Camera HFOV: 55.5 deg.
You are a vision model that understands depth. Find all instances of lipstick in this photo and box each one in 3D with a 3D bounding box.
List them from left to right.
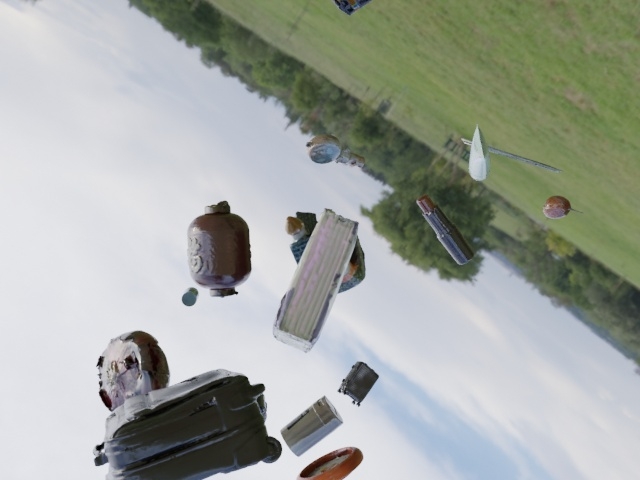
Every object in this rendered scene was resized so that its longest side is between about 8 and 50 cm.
[{"bbox_3d":[0.447,-0.043,2.190,0.300,0.081,0.081,52,-172,-14],"label":"lipstick"}]

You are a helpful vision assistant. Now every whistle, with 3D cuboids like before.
[{"bbox_3d":[0.044,-0.271,1.873,0.220,0.107,0.057,13,-129,-33],"label":"whistle"}]

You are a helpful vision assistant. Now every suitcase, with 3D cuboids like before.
[{"bbox_3d":[-0.282,0.392,1.236,0.345,0.339,0.188,-22,85,70],"label":"suitcase"},{"bbox_3d":[0.121,0.447,1.912,0.086,0.126,0.059,42,162,-12],"label":"suitcase"}]

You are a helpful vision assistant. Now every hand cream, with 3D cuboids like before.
[{"bbox_3d":[0.364,-0.191,1.391,0.205,0.050,0.078,45,-141,-71],"label":"hand cream"}]

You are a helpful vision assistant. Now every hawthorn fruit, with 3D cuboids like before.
[{"bbox_3d":[0.665,-0.088,1.669,0.103,0.067,0.066,13,178,32],"label":"hawthorn fruit"}]

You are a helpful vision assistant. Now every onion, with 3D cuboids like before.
[{"bbox_3d":[-0.533,0.394,1.824,0.272,0.272,0.195,42,-160,30],"label":"onion"}]

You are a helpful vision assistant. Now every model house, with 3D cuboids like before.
[{"bbox_3d":[0.000,0.000,1.993,0.301,0.190,0.271,49,-153,-47],"label":"model house"}]

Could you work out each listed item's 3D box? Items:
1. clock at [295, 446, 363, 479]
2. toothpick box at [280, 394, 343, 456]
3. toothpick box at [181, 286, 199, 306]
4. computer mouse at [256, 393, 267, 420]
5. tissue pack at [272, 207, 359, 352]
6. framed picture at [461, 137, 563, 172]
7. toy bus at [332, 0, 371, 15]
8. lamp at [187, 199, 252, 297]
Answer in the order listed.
[{"bbox_3d":[0.026,0.635,1.684,0.051,0.205,0.205,64,-164,5],"label":"clock"},{"bbox_3d":[-0.026,0.593,1.948,0.111,0.180,0.111,52,180,0],"label":"toothpick box"},{"bbox_3d":[-0.433,0.187,2.025,0.052,0.052,0.083,33,-178,-9],"label":"toothpick box"},{"bbox_3d":[-0.266,0.485,1.597,0.295,0.168,0.087,-18,-132,-36],"label":"computer mouse"},{"bbox_3d":[-0.010,0.110,1.601,0.125,0.344,0.242,22,164,4],"label":"tissue pack"},{"bbox_3d":[0.604,-0.271,1.939,0.273,0.016,0.216,15,-167,-10],"label":"framed picture"},{"bbox_3d":[0.131,-0.732,1.589,0.167,0.275,0.139,38,-139,-38],"label":"toy bus"},{"bbox_3d":[-0.275,0.023,1.630,0.180,0.258,0.180,-4,-179,0],"label":"lamp"}]
